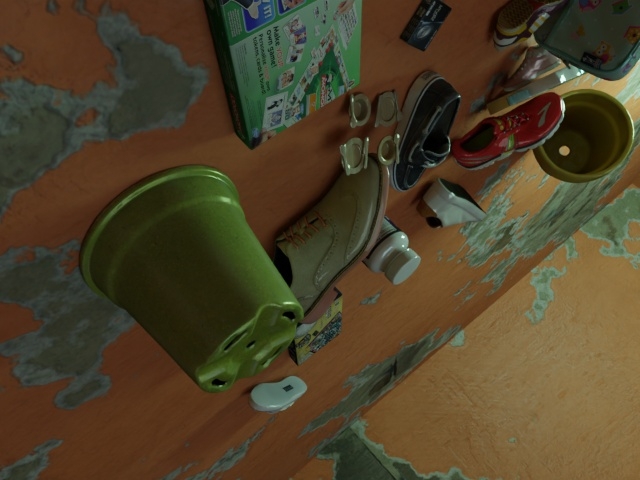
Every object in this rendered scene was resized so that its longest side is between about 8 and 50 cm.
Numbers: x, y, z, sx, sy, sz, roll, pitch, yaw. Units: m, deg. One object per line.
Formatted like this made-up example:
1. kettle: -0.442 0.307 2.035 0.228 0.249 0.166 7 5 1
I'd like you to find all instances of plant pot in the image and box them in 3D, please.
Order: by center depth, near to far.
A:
1. plant pot: -0.170 0.074 0.854 0.276 0.254 0.276 -33 153 -20
2. plant pot: 0.737 -0.283 1.668 0.254 0.254 0.239 -45 170 3

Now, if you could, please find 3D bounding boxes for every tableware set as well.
1. tableware set: 0.094 -0.196 1.032 0.169 0.020 0.141 -17 113 -40

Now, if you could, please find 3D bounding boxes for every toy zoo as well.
1. toy zoo: 0.522 -0.363 1.332 0.293 0.030 0.192 -26 -175 -32

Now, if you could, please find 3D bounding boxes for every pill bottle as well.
1. pill bottle: 0.120 0.001 1.228 0.108 0.193 0.108 -34 153 -20

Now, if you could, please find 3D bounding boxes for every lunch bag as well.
1. lunch bag: 0.573 -0.476 1.145 0.108 0.224 0.279 -10 133 -55

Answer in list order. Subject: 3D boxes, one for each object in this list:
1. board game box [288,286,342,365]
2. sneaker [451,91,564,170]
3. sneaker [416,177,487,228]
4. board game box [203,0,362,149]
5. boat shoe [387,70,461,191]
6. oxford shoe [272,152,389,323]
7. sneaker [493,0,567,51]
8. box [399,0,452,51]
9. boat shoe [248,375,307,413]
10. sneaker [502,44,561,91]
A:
1. board game box: -0.016 0.236 1.562 0.165 0.042 0.243 -34 152 -20
2. sneaker: 0.438 -0.258 1.342 0.279 0.107 0.118 -32 153 19
3. sneaker: 0.349 -0.086 1.554 0.123 0.106 0.290 -47 146 22
4. board game box: -0.038 -0.285 0.744 0.213 0.046 0.317 -35 153 -19
5. boat shoe: 0.215 -0.196 1.175 0.108 0.102 0.301 -28 150 -30
6. oxford shoe: 0.000 0.000 1.130 0.146 0.140 0.397 13 112 -37
7. sneaker: 0.418 -0.451 1.140 0.185 0.069 0.084 -32 161 -9
8. box: 0.178 -0.366 0.963 0.067 0.018 0.083 -4 134 -54
9. boat shoe: -0.132 0.472 1.689 0.258 0.095 0.084 7 120 -57
10. sneaker: 0.472 -0.402 1.309 0.134 0.070 0.051 -27 -156 23
